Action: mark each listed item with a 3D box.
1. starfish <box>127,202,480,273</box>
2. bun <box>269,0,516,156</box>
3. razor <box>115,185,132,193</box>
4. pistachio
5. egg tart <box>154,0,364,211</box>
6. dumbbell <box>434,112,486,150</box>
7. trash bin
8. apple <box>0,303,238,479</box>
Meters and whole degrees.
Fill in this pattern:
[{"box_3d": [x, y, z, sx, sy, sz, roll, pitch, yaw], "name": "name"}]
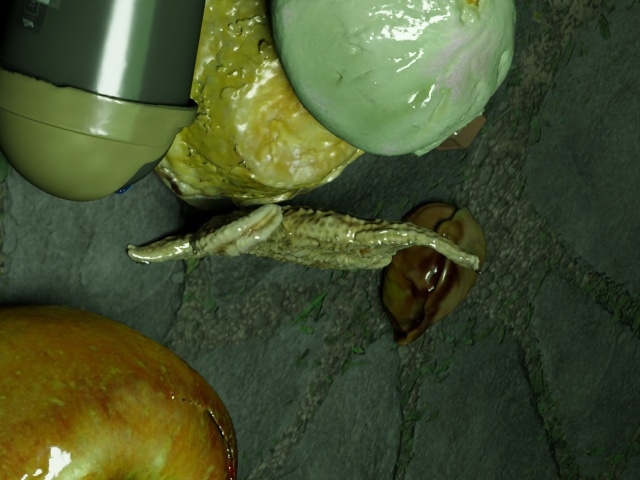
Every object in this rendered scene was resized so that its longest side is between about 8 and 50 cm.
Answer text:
[{"box_3d": [0.000, 0.000, 1.730, 0.432, 0.324, 0.082, 5, 83, -36], "name": "starfish"}, {"box_3d": [0.099, -0.234, 1.517, 0.293, 0.187, 0.293, -3, 96, -28], "name": "bun"}, {"box_3d": [-0.195, -0.101, 1.606, 0.028, 0.044, 0.154, -3, 144, -28], "name": "razor"}, {"box_3d": [0.145, 0.045, 2.005, 0.165, 0.130, 0.210, -56, 169, -81], "name": "pistachio"}, {"box_3d": [-0.040, -0.162, 1.658, 0.341, 0.132, 0.341, -16, 126, -23], "name": "egg tart"}, {"box_3d": [0.128, -0.196, 1.867, 0.231, 0.092, 0.082, 40, 56, -49], "name": "dumbbell"}, {"box_3d": [-0.213, -0.202, 1.440, 0.214, 0.214, 0.333, 4, 102, -45], "name": "trash bin"}, {"box_3d": [-0.291, 0.241, 1.529, 0.384, 0.374, 0.374, 6, 109, -40], "name": "apple"}]
